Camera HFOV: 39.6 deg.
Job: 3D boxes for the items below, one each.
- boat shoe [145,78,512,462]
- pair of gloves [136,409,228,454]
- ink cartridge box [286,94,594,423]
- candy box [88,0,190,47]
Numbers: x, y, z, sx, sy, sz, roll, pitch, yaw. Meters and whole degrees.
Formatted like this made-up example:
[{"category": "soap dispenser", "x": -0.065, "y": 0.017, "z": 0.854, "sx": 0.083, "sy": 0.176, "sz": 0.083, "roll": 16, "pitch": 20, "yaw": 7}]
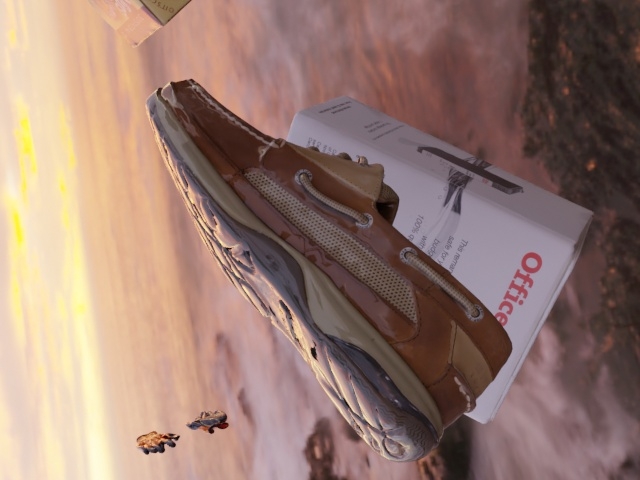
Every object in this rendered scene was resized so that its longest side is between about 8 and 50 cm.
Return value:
[{"category": "boat shoe", "x": 0.000, "y": 0.000, "z": 0.621, "sx": 0.324, "sy": 0.120, "sz": 0.122, "roll": 49, "pitch": 164, "yaw": 23}, {"category": "pair of gloves", "x": -0.123, "y": 0.169, "z": 0.788, "sx": 0.074, "sy": 0.083, "sz": 0.010, "roll": 172, "pitch": 81, "yaw": -72}, {"category": "ink cartridge box", "x": 0.086, "y": 0.012, "z": 0.833, "sx": 0.114, "sy": 0.273, "sz": 0.197, "roll": -34, "pitch": -32, "yaw": -59}, {"category": "candy box", "x": -0.056, "y": -0.202, "z": 0.540, "sx": 0.053, "sy": 0.187, "sz": 0.109, "roll": 46, "pitch": 168, "yaw": -19}]
